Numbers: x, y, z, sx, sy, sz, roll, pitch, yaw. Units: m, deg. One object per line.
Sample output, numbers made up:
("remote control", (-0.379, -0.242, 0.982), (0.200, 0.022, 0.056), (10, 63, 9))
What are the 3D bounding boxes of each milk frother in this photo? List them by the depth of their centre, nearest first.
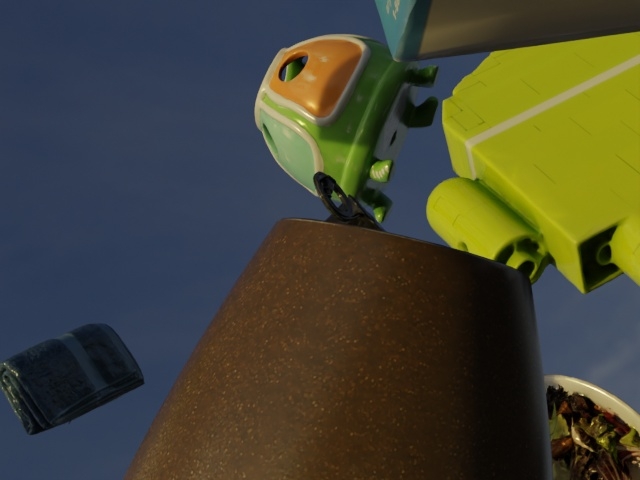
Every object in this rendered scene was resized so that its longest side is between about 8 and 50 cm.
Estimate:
("milk frother", (0.000, 0.000, 1.661), (0.135, 0.129, 0.143), (-44, -76, 4))

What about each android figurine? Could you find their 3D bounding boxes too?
("android figurine", (0.184, -0.059, 0.829), (0.248, 0.273, 0.056), (-28, -52, -12))

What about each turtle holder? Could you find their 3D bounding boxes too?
("turtle holder", (0.037, -0.177, 1.953), (0.320, 0.227, 0.243), (-5, -64, -79))

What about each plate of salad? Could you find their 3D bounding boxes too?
("plate of salad", (0.191, 0.202, 1.035), (0.048, 0.200, 0.200), (-22, -39, -46))

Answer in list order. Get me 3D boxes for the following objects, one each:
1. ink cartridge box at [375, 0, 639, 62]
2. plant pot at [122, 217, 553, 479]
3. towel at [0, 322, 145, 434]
("ink cartridge box", (0.099, -0.243, 0.504), (0.197, 0.270, 0.198), (-9, -26, -10))
("plant pot", (0.007, 0.114, 0.536), (0.215, 0.215, 0.230), (17, -97, -46))
("towel", (-0.195, 0.105, 1.046), (0.029, 0.067, 0.119), (-40, -9, 35))
